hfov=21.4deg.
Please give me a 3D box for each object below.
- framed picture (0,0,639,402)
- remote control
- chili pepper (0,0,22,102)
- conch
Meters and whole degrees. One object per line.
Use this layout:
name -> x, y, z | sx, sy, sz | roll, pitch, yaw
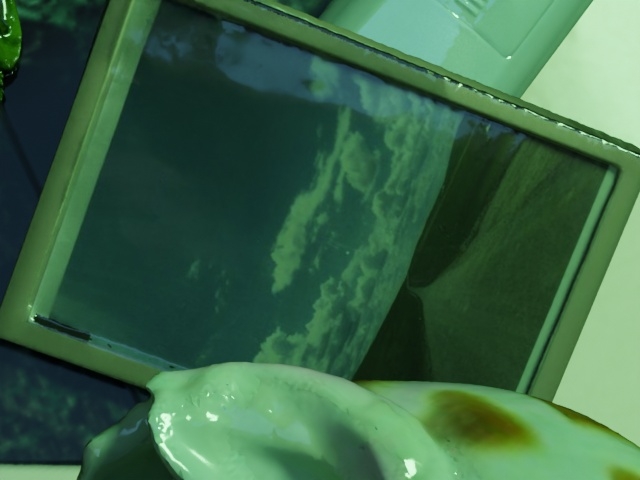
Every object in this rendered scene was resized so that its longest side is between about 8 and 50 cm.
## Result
framed picture -> 0.000, 0.000, 0.773 | 0.260, 0.023, 0.189 | 21, 100, -4
remote control -> 0.065, -0.109, 0.812 | 0.103, 0.051, 0.293 | 38, 83, -5
chili pepper -> -0.156, -0.097, 0.805 | 0.027, 0.022, 0.083 | 9, 73, -41
conch -> 0.069, 0.194, 0.687 | 0.249, 0.197, 0.368 | -32, 83, 22
